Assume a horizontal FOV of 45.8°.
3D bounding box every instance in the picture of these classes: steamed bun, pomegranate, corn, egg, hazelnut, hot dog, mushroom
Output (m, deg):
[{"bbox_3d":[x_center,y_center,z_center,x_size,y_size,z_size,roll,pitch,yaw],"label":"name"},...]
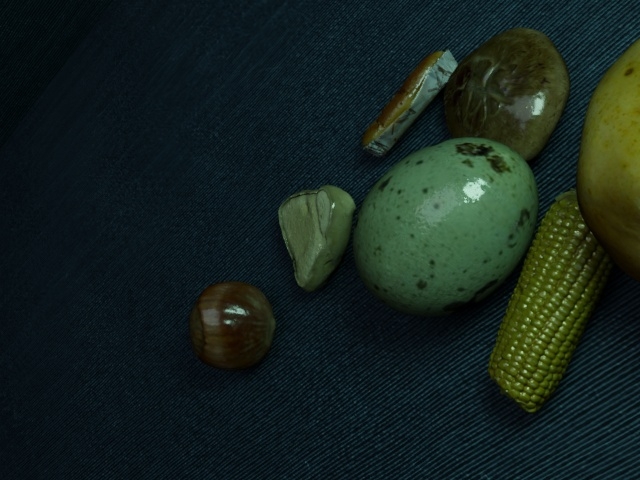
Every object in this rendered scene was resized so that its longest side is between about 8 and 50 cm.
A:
[{"bbox_3d":[0.011,-0.023,1.655,0.212,0.110,0.231,-43,55,46],"label":"steamed bun"},{"bbox_3d":[0.557,-0.114,1.014,0.416,0.416,0.417,-13,69,39],"label":"pomegranate"},{"bbox_3d":[0.388,0.098,1.267,0.144,0.144,0.387,26,94,43],"label":"corn"},{"bbox_3d":[0.217,-0.024,1.343,0.379,0.287,0.288,-54,48,35],"label":"egg"},{"bbox_3d":[-0.200,0.196,1.744,0.214,0.176,0.214,3,105,13],"label":"hazelnut"},{"bbox_3d":[0.181,-0.283,1.569,0.075,0.144,0.268,43,105,1],"label":"hot dog"},{"bbox_3d":[0.338,-0.263,1.410,0.278,0.146,0.278,-19,63,44],"label":"mushroom"}]
